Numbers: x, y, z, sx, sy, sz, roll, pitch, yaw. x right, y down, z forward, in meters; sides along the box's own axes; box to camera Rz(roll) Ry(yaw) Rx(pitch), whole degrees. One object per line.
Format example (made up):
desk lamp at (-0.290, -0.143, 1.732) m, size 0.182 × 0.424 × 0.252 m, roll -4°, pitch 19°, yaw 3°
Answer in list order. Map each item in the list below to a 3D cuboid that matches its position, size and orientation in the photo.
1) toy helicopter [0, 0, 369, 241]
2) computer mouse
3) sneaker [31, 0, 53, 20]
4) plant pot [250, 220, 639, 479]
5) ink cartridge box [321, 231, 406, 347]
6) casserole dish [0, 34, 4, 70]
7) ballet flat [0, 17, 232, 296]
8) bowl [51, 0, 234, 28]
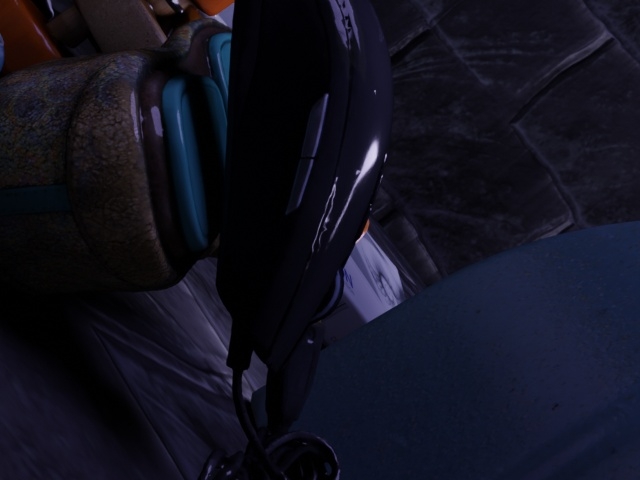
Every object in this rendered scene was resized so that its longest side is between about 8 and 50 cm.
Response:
toy helicopter at (-0.071, -0.079, 1.109) m, size 0.235 × 0.140 × 0.355 m, roll 54°, pitch 2°, yaw -1°
computer mouse at (0.000, 0.000, 0.732) m, size 0.184 × 0.060 × 0.262 m, roll 36°, pitch 59°, yaw -80°
sneaker at (-0.204, -0.178, 1.125) m, size 0.109 × 0.040 × 0.044 m, roll 46°, pitch 10°, yaw -49°
plant pot at (0.149, 0.134, 0.875) m, size 0.247 × 0.252 × 0.248 m, roll 51°, pitch 5°, yaw -21°
ink cartridge box at (0.006, 0.003, 1.414) m, size 0.223 × 0.045 × 0.224 m, roll 50°, pitch 16°, yaw -43°
casserole dish at (-0.207, -0.135, 0.812) m, size 0.188 × 0.037 × 0.114 m, roll 48°, pitch 6°, yaw -43°
ballet flat at (-0.081, -0.038, 0.796) m, size 0.123 × 0.123 × 0.348 m, roll 52°, pitch 10°, yaw 0°
bowl at (-0.164, -0.263, 1.353) m, size 0.298 × 0.134 × 0.298 m, roll -22°, pitch 90°, yaw -78°
